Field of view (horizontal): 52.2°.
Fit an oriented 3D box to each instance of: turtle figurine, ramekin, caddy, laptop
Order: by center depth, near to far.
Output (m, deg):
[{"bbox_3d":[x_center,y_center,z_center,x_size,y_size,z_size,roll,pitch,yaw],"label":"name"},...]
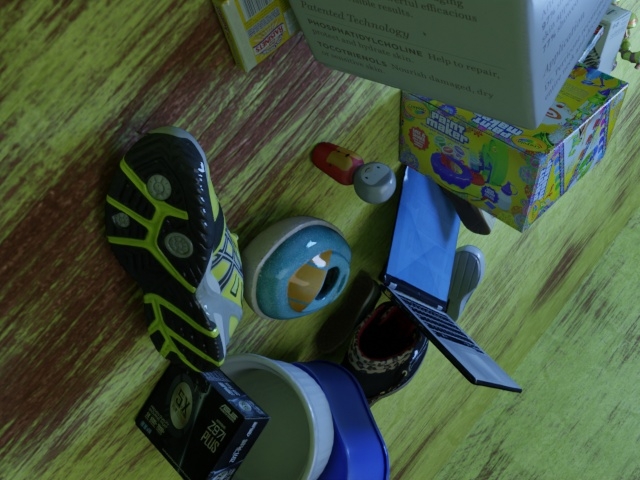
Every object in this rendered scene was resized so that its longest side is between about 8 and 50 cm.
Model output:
[{"bbox_3d":[-0.110,0.340,1.163,0.277,0.277,0.135,-57,157,5],"label":"ramekin"},{"bbox_3d":[-0.008,0.400,1.300,0.241,0.341,0.179,-37,147,22],"label":"caddy"},{"bbox_3d":[0.307,0.086,1.378,0.236,0.408,0.382,-49,149,9],"label":"laptop"},{"bbox_3d":[0.724,-0.474,1.598,0.087,0.269,0.217,-9,154,-4],"label":"turtle figurine"}]

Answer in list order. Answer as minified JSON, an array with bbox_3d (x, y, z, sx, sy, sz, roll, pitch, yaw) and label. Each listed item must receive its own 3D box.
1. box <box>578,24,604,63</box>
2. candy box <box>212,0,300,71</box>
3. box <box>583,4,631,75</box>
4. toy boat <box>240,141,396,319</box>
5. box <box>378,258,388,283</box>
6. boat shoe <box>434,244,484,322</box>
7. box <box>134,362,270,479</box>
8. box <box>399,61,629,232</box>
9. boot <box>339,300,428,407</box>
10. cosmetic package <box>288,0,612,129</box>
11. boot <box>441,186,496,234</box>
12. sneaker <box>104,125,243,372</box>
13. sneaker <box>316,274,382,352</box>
[{"bbox_3d":[0.506,-0.427,1.371,0.094,0.137,0.027,-56,149,3],"label":"box"},{"bbox_3d":[-0.042,-0.319,0.840,0.206,0.027,0.105,-44,148,-18],"label":"candy box"},{"bbox_3d":[0.635,-0.427,1.575,0.094,0.113,0.275,-33,142,-30],"label":"box"},{"bbox_3d":[0.000,0.000,1.078,0.267,0.148,0.318,1,117,-61],"label":"toy boat"},{"bbox_3d":[0.234,0.037,1.554,0.225,0.036,0.136,-3,122,-54],"label":"box"},{"bbox_3d":[0.375,0.103,1.765,0.094,0.109,0.302,-51,162,-36],"label":"boat shoe"},{"bbox_3d":[-0.197,0.296,1.079,0.147,0.180,0.077,-57,149,4],"label":"box"},{"bbox_3d":[0.346,-0.216,1.213,0.279,0.290,0.177,-37,146,-26],"label":"box"},{"bbox_3d":[0.159,0.246,1.502,0.377,0.138,0.284,-28,153,-35],"label":"boot"},{"bbox_3d":[0.146,-0.396,0.698,0.329,0.327,0.394,-56,150,-13],"label":"cosmetic package"},{"bbox_3d":[0.369,-0.166,1.483,0.203,0.095,0.262,-55,132,-23],"label":"boot"},{"bbox_3d":[-0.185,0.007,0.898,0.147,0.145,0.385,-66,163,-48],"label":"sneaker"},{"bbox_3d":[0.073,0.169,1.432,0.192,0.064,0.086,-56,148,2],"label":"sneaker"}]
